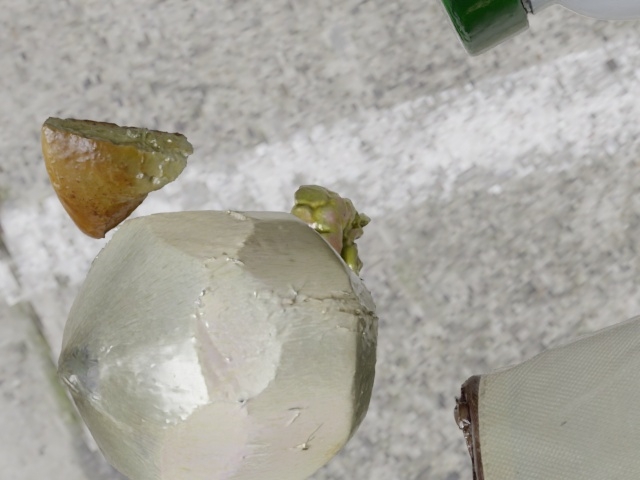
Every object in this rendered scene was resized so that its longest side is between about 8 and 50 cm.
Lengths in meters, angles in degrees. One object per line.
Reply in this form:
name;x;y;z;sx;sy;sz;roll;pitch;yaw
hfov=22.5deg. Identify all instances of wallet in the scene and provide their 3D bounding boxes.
wallet;0.200;0.164;1.018;0.275;0.335;0.068;-30;123;25

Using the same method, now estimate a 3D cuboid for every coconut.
coconut;-0.060;0.058;0.859;0.161;0.162;0.161;-1;88;49

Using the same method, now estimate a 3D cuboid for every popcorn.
popcorn;-0.001;0.000;1.458;0.089;0.109;0.096;15;109;4

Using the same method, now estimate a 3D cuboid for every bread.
bread;-0.221;-0.077;1.589;0.154;0.054;0.136;-40;123;19

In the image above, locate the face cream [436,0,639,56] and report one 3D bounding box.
face cream;0.219;-0.305;1.167;0.357;0.219;0.312;-27;126;7
